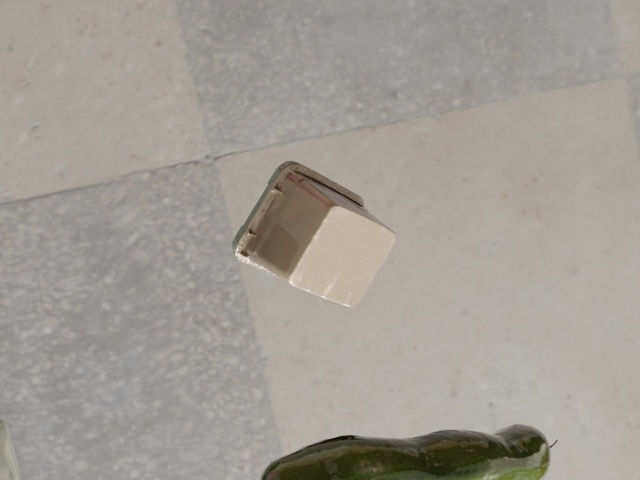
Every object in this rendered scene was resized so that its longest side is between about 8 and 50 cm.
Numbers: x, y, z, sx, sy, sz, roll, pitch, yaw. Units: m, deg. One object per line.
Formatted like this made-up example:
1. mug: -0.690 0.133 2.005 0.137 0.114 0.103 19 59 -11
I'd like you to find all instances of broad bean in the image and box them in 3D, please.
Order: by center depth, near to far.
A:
1. broad bean: 0.067 0.130 0.630 0.254 0.065 0.047 5 80 -43

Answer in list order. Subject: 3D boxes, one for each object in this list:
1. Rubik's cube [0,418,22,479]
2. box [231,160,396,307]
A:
1. Rubik's cube: -0.380 0.323 0.722 0.318 0.315 0.322 -15 90 -65
2. box: 0.000 0.000 0.865 0.122 0.062 0.089 24 98 -53
